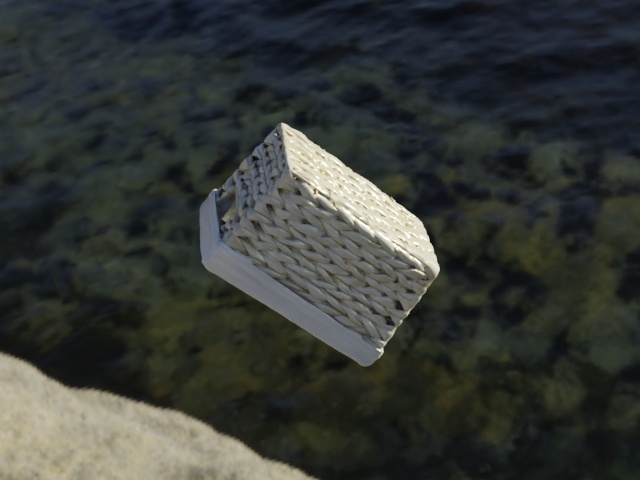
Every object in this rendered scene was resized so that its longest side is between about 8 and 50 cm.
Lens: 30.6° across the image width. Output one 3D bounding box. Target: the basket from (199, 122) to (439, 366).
[{"bbox_3d":[0.000,0.000,0.926,0.103,0.167,0.113,-50,21,18],"label":"basket"}]
